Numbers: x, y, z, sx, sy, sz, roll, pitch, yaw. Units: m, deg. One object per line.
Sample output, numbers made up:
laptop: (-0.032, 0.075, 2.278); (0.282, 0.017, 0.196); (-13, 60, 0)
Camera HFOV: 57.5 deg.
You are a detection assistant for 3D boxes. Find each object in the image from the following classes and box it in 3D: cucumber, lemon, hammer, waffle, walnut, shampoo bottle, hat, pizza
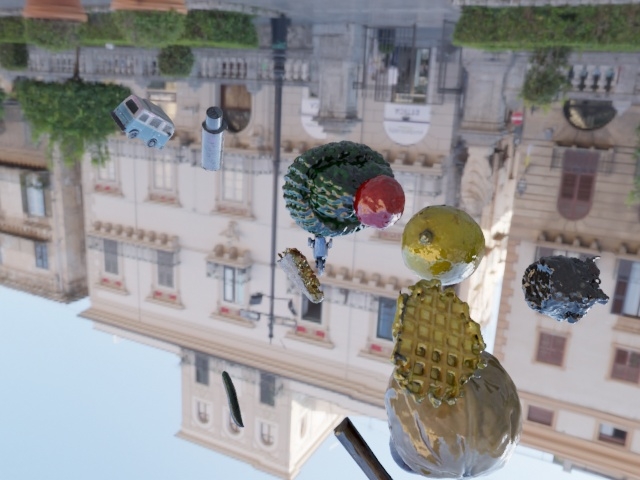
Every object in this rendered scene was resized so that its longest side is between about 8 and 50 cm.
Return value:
cucumber: (-0.256, 0.457, 1.693); (0.032, 0.036, 0.184); (-9, -128, -19)
lemon: (0.378, 0.015, 1.800); (0.260, 0.261, 0.283); (15, -158, 39)
hammer: (0.169, 0.706, 1.735); (0.242, 0.409, 0.095); (-35, -173, 8)
waffle: (0.264, 0.235, 1.348); (0.262, 0.281, 0.060); (-30, 177, -26)
walnut: (0.351, 0.450, 1.546); (0.380, 0.382, 0.381); (3, -165, -1)
shampoo bottle: (-0.294, -0.279, 1.603); (0.071, 0.214, 0.072); (6, -121, -9)
hat: (0.073, -0.120, 1.380); (0.274, 0.242, 0.332); (-34, -158, -14)
pizza: (-0.056, 0.069, 1.570); (0.062, 0.199, 0.188); (-40, -113, -15)

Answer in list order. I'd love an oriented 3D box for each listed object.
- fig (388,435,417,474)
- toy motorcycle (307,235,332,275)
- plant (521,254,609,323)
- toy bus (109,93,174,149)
fig: (0.320, 0.634, 1.833); (0.205, 0.206, 0.205); (3, -165, -1)
toy motorcycle: (0.000, 0.000, 2.192); (0.092, 0.255, 0.136); (0, -160, 1)
plant: (0.735, 0.143, 1.751); (0.233, 0.178, 0.204); (10, -123, -19)
toy bus: (-0.342, -0.234, 1.148); (0.060, 0.075, 0.123); (51, -169, 21)
